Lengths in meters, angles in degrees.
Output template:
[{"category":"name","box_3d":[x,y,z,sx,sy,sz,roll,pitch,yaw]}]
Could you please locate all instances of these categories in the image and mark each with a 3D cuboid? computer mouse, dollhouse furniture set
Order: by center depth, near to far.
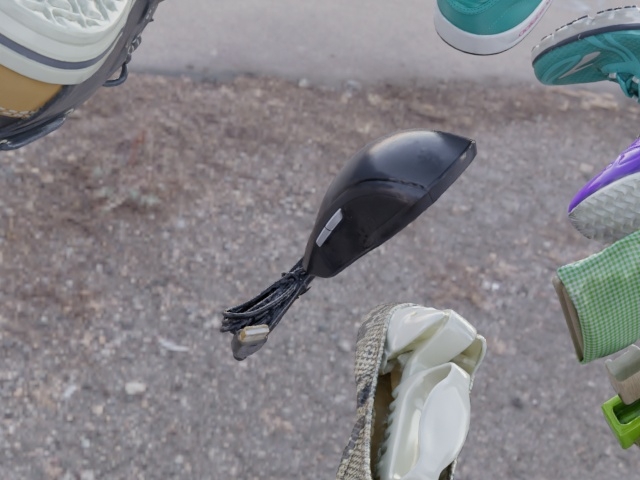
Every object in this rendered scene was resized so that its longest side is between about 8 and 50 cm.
[{"category":"computer mouse","box_3d":[0.000,0.000,0.782,0.060,0.262,0.184,47,62,-3]},{"category":"dollhouse furniture set","box_3d":[0.416,0.126,1.199,0.198,0.301,0.151,-31,40,-4]}]

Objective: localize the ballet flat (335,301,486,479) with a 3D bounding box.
[{"category":"ballet flat","box_3d":[0.119,0.191,1.211,0.164,0.182,0.482,27,35,-6]}]

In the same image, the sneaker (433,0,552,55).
[{"category":"sneaker","box_3d":[0.178,-0.307,0.814,0.124,0.178,0.295,25,68,14]}]

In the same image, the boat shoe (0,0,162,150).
[{"category":"boat shoe","box_3d":[-0.205,-0.212,0.815,0.187,0.156,0.500,38,26,-16]}]

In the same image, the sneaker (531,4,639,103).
[{"category":"sneaker","box_3d":[0.321,-0.153,0.939,0.275,0.109,0.107,5,0,31]}]

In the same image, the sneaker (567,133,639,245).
[{"category":"sneaker","box_3d":[0.424,-0.107,1.228,0.102,0.293,0.146,45,27,-28]}]
